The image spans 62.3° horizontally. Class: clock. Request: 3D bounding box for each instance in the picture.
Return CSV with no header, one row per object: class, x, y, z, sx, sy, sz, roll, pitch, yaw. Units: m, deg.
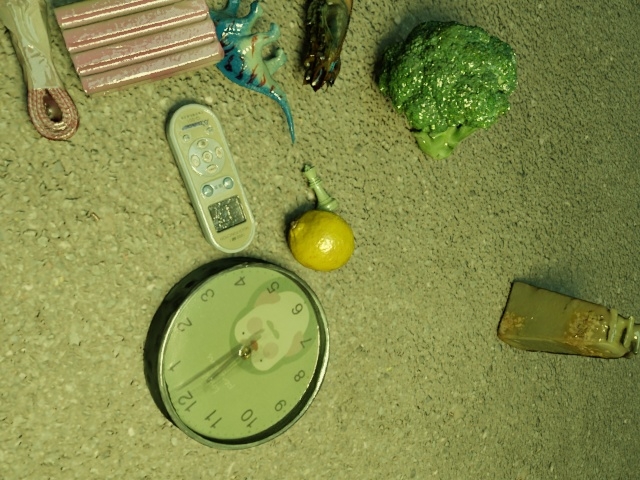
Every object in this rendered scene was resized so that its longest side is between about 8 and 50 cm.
clock,-0.127,0.188,0.885,0.318,0.066,0.319,-3,95,-31

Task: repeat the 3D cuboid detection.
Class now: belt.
belt,-0.380,-0.249,0.707,0.071,0.053,0.232,-20,104,-21

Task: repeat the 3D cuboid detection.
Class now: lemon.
lemon,0.000,0.000,0.926,0.133,0.109,0.109,29,78,-36

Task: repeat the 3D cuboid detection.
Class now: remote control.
remote control,-0.175,-0.096,0.848,0.087,0.047,0.244,-26,106,-31

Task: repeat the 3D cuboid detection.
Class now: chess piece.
chess piece,-0.005,-0.095,0.959,0.042,0.042,0.093,-36,105,-25

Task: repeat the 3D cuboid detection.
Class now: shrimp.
shrimp,-0.031,-0.398,0.882,0.222,0.054,0.290,15,73,-43

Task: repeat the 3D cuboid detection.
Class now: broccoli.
broccoli,0.238,-0.282,1.000,0.270,0.270,0.270,-36,146,-25

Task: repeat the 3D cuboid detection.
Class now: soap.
soap,-0.252,-0.287,0.749,0.203,0.065,0.122,-20,104,-15

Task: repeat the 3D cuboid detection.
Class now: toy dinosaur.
toy dinosaur,-0.124,-0.316,0.850,0.329,0.076,0.144,38,84,-23

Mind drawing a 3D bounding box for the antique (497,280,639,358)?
antique,0.556,0.191,1.182,0.125,0.284,0.150,26,78,-31
